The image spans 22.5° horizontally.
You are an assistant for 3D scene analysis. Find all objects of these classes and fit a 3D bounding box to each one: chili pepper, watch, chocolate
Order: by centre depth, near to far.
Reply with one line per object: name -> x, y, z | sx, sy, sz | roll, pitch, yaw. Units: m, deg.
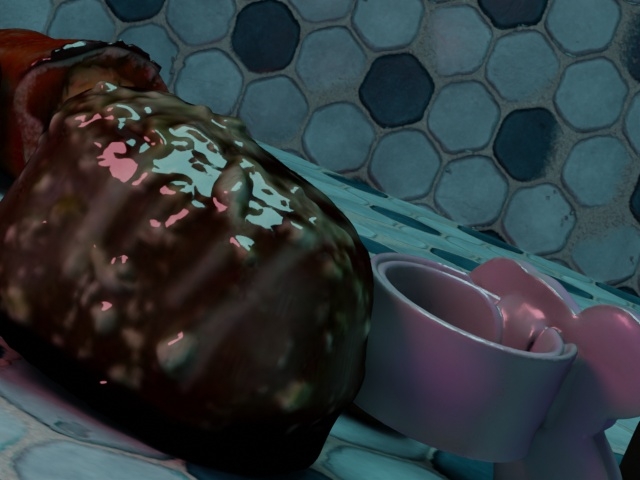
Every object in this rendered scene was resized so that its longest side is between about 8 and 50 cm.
chocolate -> -0.103, 0.008, 1.260 | 0.340, 0.210, 0.225 | 34, 20, 15
watch -> 0.132, 0.119, 1.355 | 0.217, 0.210, 0.248 | 4, 26, -47
chili pepper -> -0.340, -0.179, 2.060 | 0.251, 0.229, 0.305 | -6, 23, -32

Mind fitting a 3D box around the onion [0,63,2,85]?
onion -> -0.439, -0.156, 1.875 | 0.218, 0.195, 0.140 | 53, 11, -19

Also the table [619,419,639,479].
table -> 0.461, 0.177, 1.576 | 0.196, 0.282, 0.250 | 20, 8, -16

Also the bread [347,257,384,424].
bread -> 0.052, 0.092, 1.590 | 0.232, 0.135, 0.247 | 23, 8, 8
